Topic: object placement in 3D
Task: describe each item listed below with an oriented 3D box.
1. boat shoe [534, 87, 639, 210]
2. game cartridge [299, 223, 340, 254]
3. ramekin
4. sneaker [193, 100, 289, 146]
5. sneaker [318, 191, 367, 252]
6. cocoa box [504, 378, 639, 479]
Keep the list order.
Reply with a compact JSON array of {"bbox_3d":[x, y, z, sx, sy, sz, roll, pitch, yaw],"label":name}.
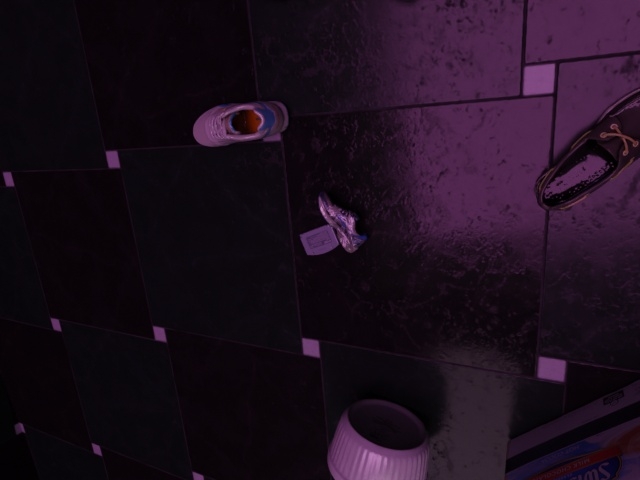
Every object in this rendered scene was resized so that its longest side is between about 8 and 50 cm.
[{"bbox_3d":[0.413,-0.128,0.631,0.081,0.068,0.228,44,120,8],"label":"boat shoe"},{"bbox_3d":[0.000,0.000,0.919,0.083,0.017,0.056,-18,94,31],"label":"game cartridge"},{"bbox_3d":[0.124,0.416,0.885,0.207,0.207,0.109,16,104,22],"label":"ramekin"},{"bbox_3d":[-0.182,-0.240,0.890,0.228,0.092,0.088,-4,106,30],"label":"sneaker"},{"bbox_3d":[0.047,-0.045,0.866,0.058,0.052,0.135,-32,98,22],"label":"sneaker"},{"bbox_3d":[0.494,0.406,0.670,0.231,0.228,0.347,49,121,5],"label":"cocoa box"}]
